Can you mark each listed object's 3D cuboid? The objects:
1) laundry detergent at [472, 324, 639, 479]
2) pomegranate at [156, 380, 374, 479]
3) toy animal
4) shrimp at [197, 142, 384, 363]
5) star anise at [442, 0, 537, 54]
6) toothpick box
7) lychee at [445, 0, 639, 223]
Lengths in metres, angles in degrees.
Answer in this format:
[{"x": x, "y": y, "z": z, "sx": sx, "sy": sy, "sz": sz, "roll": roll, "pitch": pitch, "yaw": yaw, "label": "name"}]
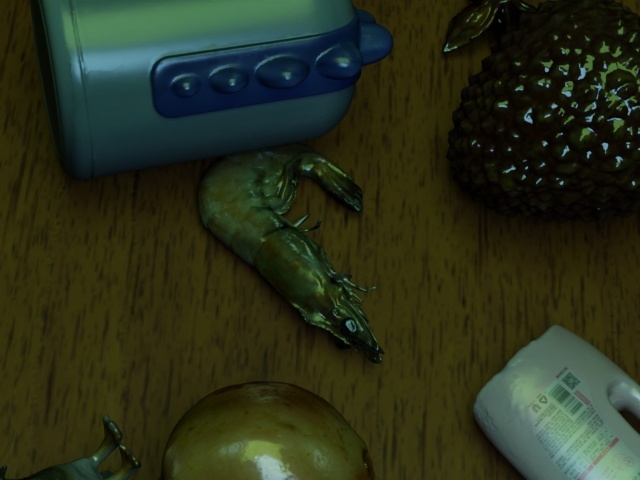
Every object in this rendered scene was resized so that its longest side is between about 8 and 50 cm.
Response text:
[{"x": 0.308, "y": 0.233, "z": 1.495, "sx": 0.335, "sy": 0.088, "sz": 0.159, "roll": 43, "pitch": 64, "yaw": 16, "label": "laundry detergent"}, {"x": -0.050, "y": 0.230, "z": 1.399, "sx": 0.209, "sy": 0.209, "sz": 0.209, "roll": 3, "pitch": 60, "yaw": -5, "label": "pomegranate"}, {"x": -0.246, "y": 0.218, "z": 1.395, "sx": 0.160, "sy": 0.197, "sz": 0.272, "roll": -28, "pitch": 62, "yaw": -23, "label": "toy animal"}, {"x": 0.000, "y": 0.000, "z": 1.617, "sx": 0.169, "sy": 0.058, "sz": 0.296, "roll": -34, "pitch": 65, "yaw": -24, "label": "shrimp"}, {"x": 0.198, "y": -0.289, "z": 1.808, "sx": 0.158, "sy": 0.144, "sz": 0.140, "roll": -14, "pitch": 107, "yaw": -6, "label": "star anise"}, {"x": -0.108, "y": -0.198, "z": 1.605, "sx": 0.355, "sy": 0.263, "sz": 0.263, "roll": -10, "pitch": 62, "yaw": -13, "label": "toothpick box"}, {"x": 0.257, "y": -0.125, "z": 1.617, "sx": 0.271, "sy": 0.271, "sz": 0.271, "roll": 3, "pitch": 60, "yaw": -5, "label": "lychee"}]
